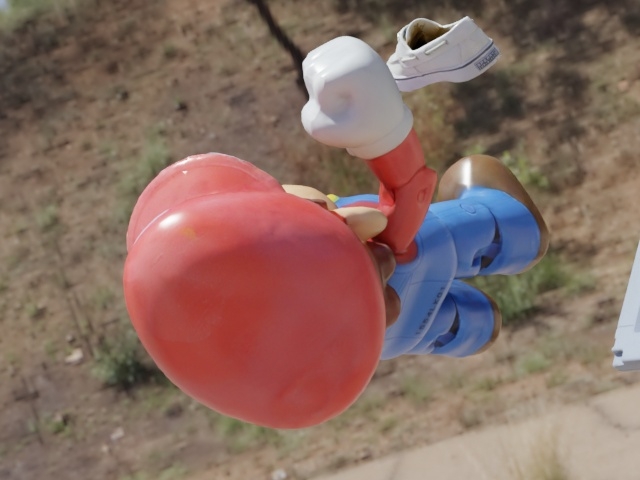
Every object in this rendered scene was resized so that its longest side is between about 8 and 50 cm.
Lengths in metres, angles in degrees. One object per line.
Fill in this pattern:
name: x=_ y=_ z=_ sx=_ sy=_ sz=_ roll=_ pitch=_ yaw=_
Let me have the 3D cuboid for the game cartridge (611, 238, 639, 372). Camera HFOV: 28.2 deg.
game cartridge: x=0.155 y=0.016 z=0.534 sx=0.056 sy=0.017 sz=0.083 roll=-16 pitch=47 yaw=54

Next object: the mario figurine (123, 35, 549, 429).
mario figurine: x=0.000 y=0.000 z=0.703 sx=0.170 sy=0.198 sz=0.320 roll=-4 pitch=-1 yaw=31

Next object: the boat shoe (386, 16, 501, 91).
boat shoe: x=0.058 y=-0.104 z=0.685 sx=0.035 sy=0.035 sz=0.100 roll=-42 pitch=18 yaw=-13
